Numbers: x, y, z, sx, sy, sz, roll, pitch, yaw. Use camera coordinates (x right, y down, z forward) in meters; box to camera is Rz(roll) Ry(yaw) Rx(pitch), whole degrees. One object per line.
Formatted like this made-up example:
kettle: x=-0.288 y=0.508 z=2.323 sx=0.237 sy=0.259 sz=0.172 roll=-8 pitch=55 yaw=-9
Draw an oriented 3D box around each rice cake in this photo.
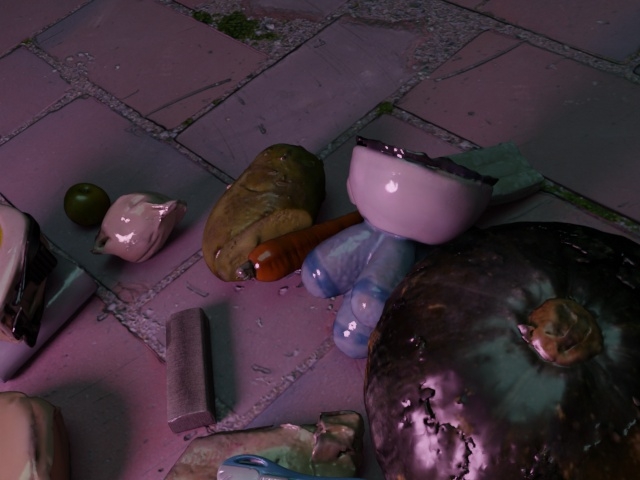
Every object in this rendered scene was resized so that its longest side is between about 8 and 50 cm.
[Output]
rice cake: x=0.275 y=-0.110 z=1.417 sx=0.211 sy=0.038 sz=0.124 roll=-10 pitch=51 yaw=-28

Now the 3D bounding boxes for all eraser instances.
eraser: x=-0.528 y=0.123 z=1.463 sx=0.174 sy=0.081 sz=0.227 roll=22 pitch=57 yaw=32

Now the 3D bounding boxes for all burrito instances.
burrito: x=-0.101 y=0.332 z=1.139 sx=0.347 sy=0.107 sz=0.175 roll=-13 pitch=39 yaw=5

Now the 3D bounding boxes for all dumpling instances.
dumpling: x=-0.325 y=-0.026 z=1.520 sx=0.199 sy=0.136 sz=0.118 roll=-26 pitch=80 yaw=19

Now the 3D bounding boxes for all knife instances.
knife: x=-0.028 y=0.313 z=1.056 sx=0.221 sy=0.031 sz=0.064 roll=5 pitch=58 yaw=15

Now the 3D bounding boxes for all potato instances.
potato: x=-0.097 y=-0.047 z=1.462 sx=0.176 sy=0.141 sz=0.298 roll=12 pitch=59 yaw=41

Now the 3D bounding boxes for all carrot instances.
carrot: x=0.000 y=0.000 z=1.418 sx=0.335 sy=0.069 sz=0.069 roll=-23 pitch=44 yaw=-28

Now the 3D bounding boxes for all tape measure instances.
tape measure: x=-0.548 y=0.046 z=1.400 sx=0.271 sy=0.133 sz=0.232 roll=10 pitch=60 yaw=22

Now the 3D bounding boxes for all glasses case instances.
glasses case: x=-0.210 y=0.203 z=1.325 sx=0.070 sy=0.047 sz=0.205 roll=-15 pitch=47 yaw=4

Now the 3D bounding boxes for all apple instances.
apple: x=-0.456 y=-0.072 z=1.625 sx=0.089 sy=0.075 sz=0.090 roll=6 pitch=38 yaw=-4

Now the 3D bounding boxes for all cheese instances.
cheese: x=-0.482 y=0.348 z=1.214 sx=0.233 sy=0.127 sz=0.266 roll=-17 pitch=45 yaw=0

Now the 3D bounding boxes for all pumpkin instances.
pumpkin: x=0.271 y=0.179 z=1.006 sx=0.454 sy=0.344 sz=0.455 roll=-7 pitch=50 yaw=9

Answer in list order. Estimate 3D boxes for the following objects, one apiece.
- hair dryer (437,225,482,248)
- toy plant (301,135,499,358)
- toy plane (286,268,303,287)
hair dryer: x=0.248 y=-0.076 z=1.441 sx=0.195 sy=0.078 sz=0.248 roll=30 pitch=57 yaw=33
toy plant: x=0.107 y=0.025 z=1.260 sx=0.247 sy=0.247 sz=0.332 roll=23 pitch=98 yaw=31
toy plane: x=-0.016 y=0.051 z=1.418 sx=0.083 sy=0.031 sz=0.079 roll=1 pitch=49 yaw=17
